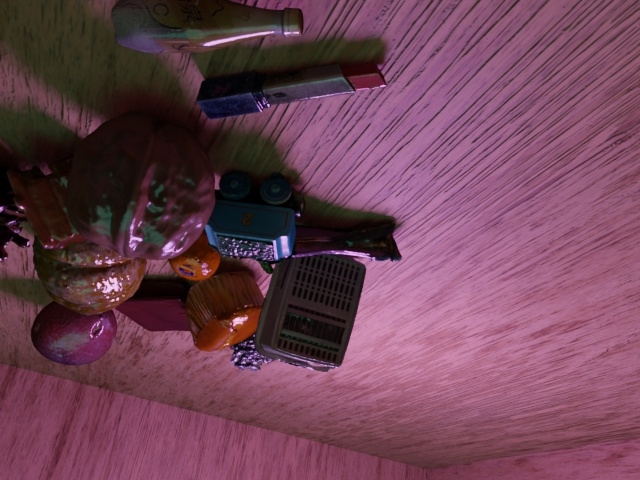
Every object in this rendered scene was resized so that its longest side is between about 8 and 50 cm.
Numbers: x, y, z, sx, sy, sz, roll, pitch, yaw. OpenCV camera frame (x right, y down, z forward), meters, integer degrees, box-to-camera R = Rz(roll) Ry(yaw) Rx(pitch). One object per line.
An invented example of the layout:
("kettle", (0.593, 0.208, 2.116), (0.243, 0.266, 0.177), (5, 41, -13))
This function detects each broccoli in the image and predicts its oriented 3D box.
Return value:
("broccoli", (-0.257, 0.337, 1.976), (0.198, 0.177, 0.274), (16, 164, -22))

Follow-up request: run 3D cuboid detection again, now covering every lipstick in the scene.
("lipstick", (-0.048, -0.248, 0.963), (0.311, 0.051, 0.051), (-4, 147, 20))

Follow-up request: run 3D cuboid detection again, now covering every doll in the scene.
("doll", (-0.151, 0.011, 1.396), (0.050, 0.115, 0.190), (-32, 146, -8))

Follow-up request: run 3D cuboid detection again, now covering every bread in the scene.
("bread", (-0.264, 0.209, 1.678), (0.204, 0.156, 0.288), (-8, 155, -31))

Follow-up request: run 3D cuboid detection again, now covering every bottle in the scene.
("bottle", (-0.158, -0.308, 0.852), (0.269, 0.083, 0.083), (4, 150, 9))

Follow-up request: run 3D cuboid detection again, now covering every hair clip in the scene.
("hair clip", (0.000, -0.001, 1.317), (0.358, 0.110, 0.096), (-2, 157, -6))

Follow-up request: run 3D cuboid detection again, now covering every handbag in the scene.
("handbag", (-0.484, 0.211, 1.875), (0.275, 0.084, 0.260), (-3, 148, 22))

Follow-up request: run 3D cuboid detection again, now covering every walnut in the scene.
("walnut", (-0.327, -0.095, 1.104), (0.273, 0.273, 0.227), (40, 179, -42))

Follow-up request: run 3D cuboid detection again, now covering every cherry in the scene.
("cherry", (-0.805, 0.291, 1.986), (0.307, 0.221, 0.261), (-31, 141, 32))

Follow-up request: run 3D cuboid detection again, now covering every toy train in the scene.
("toy train", (-0.137, -0.046, 1.228), (0.203, 0.163, 0.112), (6, 149, 7))

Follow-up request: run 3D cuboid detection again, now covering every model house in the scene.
("model house", (-0.504, -0.091, 1.285), (0.229, 0.200, 0.219), (-19, -167, -10))

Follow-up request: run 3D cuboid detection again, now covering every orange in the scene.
("orange", (-0.310, 0.032, 1.471), (0.135, 0.118, 0.136), (3, 136, 3))
("orange", (-0.600, 0.072, 1.544), (0.270, 0.211, 0.369), (11, 153, -7))

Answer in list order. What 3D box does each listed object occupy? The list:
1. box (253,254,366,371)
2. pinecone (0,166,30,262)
("box", (-0.023, 0.155, 1.426), (0.220, 0.291, 0.166), (18, 170, -15))
("pinecone", (-0.773, -0.067, 1.307), (0.295, 0.242, 0.298), (26, 163, -10))
